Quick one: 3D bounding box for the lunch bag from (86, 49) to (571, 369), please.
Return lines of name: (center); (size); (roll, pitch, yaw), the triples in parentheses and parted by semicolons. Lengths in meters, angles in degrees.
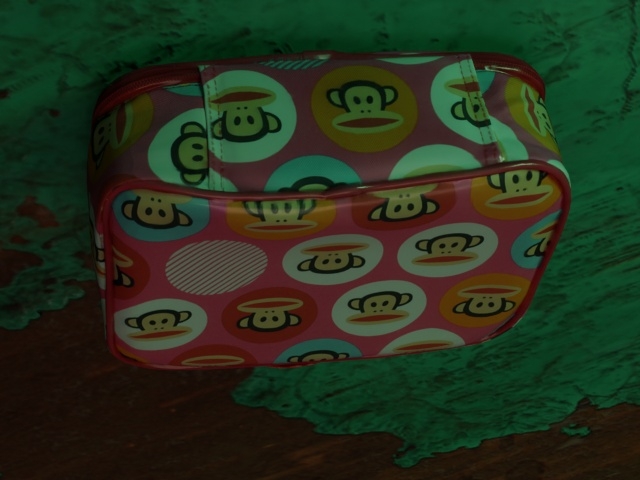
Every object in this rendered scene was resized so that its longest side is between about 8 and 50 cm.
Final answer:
lunch bag: (0.000, 0.000, 0.939); (0.293, 0.120, 0.258); (-3, 145, -9)
